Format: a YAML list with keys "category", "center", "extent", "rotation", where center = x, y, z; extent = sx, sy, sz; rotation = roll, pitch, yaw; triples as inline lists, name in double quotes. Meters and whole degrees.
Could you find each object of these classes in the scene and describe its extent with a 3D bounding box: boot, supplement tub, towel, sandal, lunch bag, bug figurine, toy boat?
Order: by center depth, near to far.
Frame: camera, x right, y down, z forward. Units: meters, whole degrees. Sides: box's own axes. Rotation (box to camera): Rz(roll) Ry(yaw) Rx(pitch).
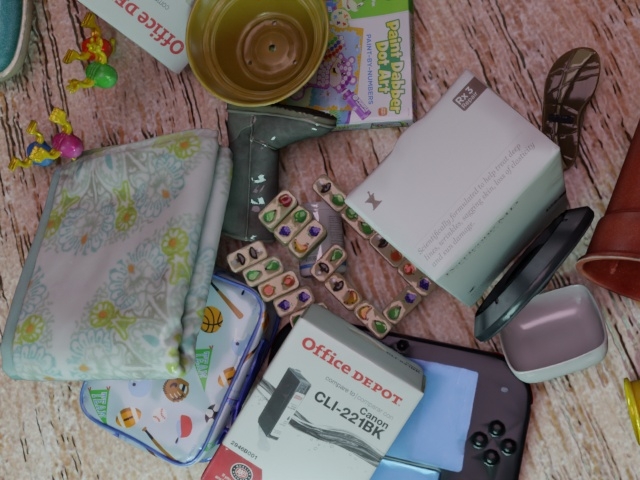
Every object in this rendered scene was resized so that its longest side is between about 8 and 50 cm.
- category: "sandal"
  center: [0.354, -0.188, 1.537]
  extent: [0.072, 0.049, 0.180]
  rotation: [13, 102, 21]
- category: "towel"
  center: [-0.295, 0.022, 1.560]
  extent: [0.321, 0.090, 0.374]
  rotation: [-7, 62, 33]
- category: "boot"
  center: [-0.071, -0.097, 1.588]
  extent: [0.190, 0.076, 0.208]
  rotation: [10, 100, 26]
- category: "supplement tub"
  center: [0.000, 0.000, 1.590]
  extent: [0.071, 0.071, 0.107]
  rotation: [-6, 82, 13]
- category: "lunch bag"
  center: [-0.205, 0.181, 1.603]
  extent: [0.243, 0.115, 0.303]
  rotation: [23, 89, 13]
- category: "bug figurine"
  center: [-0.381, -0.210, 1.658]
  extent: [0.072, 0.216, 0.279]
  rotation: [28, 92, -27]
- category: "toy boat"
  center: [-0.503, -0.393, 1.718]
  extent: [0.318, 0.148, 0.267]
  rotation: [-8, 82, 13]

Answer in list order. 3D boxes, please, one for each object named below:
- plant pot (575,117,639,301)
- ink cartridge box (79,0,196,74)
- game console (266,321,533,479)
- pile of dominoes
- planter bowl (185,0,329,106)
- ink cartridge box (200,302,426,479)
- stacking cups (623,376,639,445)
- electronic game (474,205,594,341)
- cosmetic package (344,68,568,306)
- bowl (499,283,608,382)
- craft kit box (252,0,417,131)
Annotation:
- category: "plant pot"
  center: [0.498, -0.057, 1.386]
  extent: [0.272, 0.272, 0.265]
  rotation: [15, 80, 15]
- category: "ink cartridge box"
  center: [-0.206, -0.478, 1.570]
  extent: [0.384, 0.279, 0.160]
  rotation: [-49, 51, 6]
- category: "game console"
  center: [0.092, 0.302, 1.542]
  extent: [0.387, 0.060, 0.342]
  rotation: [11, 87, 15]
- category: "pile of dominoes"
  center: [0.011, 0.041, 1.527]
  extent: [0.251, 0.040, 0.196]
  rotation: [44, 85, 8]
- category: "planter bowl"
  center: [-0.082, -0.293, 1.577]
  extent: [0.217, 0.090, 0.217]
  rotation: [-1, 84, 14]
- category: "ink cartridge box"
  center: [-0.007, 0.253, 1.471]
  extent: [0.197, 0.114, 0.273]
  rotation: [31, 98, 2]
- category: "stacking cups"
  center: [0.569, 0.194, 1.422]
  extent: [0.316, 0.096, 0.096]
  rotation: [-14, 81, 9]
- category: "electronic game"
  center: [0.283, 0.045, 1.427]
  extent: [0.048, 0.229, 0.229]
  rotation: [40, 95, 4]
- category: "cosmetic package"
  center: [0.191, -0.050, 1.385]
  extent: [0.156, 0.385, 0.217]
  rotation: [44, 96, 14]
- category: "bowl"
  center: [0.323, 0.136, 1.478]
  extent: [0.142, 0.142, 0.053]
  rotation: [-20, 125, 12]
- category: "craft kit box"
  center: [0.020, -0.288, 1.626]
  extent: [0.247, 0.061, 0.249]
  rotation: [-3, 84, 11]
